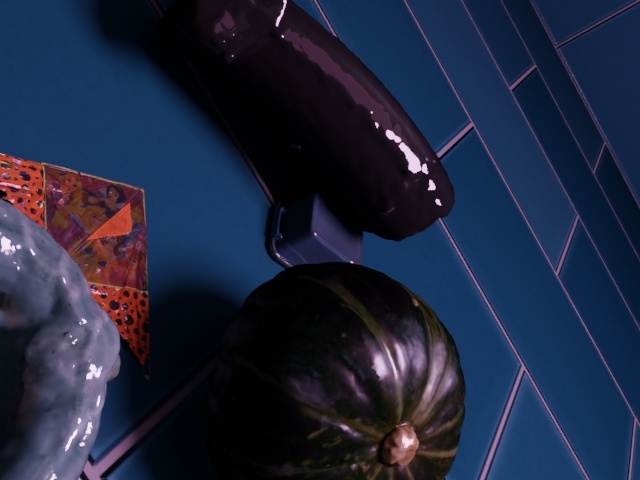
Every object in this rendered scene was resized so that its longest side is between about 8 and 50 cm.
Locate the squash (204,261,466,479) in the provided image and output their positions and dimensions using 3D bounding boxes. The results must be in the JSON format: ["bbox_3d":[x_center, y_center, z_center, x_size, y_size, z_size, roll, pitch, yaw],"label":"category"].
[{"bbox_3d":[0.012,0.121,0.523,0.218,0.218,0.172,38,3,-33],"label":"squash"}]

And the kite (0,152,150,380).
[{"bbox_3d":[-0.171,-0.013,0.531,0.222,0.008,0.125,54,33,-15],"label":"kite"}]

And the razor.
[{"bbox_3d":[-0.010,-0.135,0.680,0.327,0.189,0.107,43,83,-23],"label":"razor"}]

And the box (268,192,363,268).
[{"bbox_3d":[0.000,0.000,0.703,0.099,0.054,0.074,37,44,-35],"label":"box"}]

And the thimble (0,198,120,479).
[{"bbox_3d":[-0.208,0.077,0.301,0.235,0.143,0.198,-8,76,-54],"label":"thimble"}]
